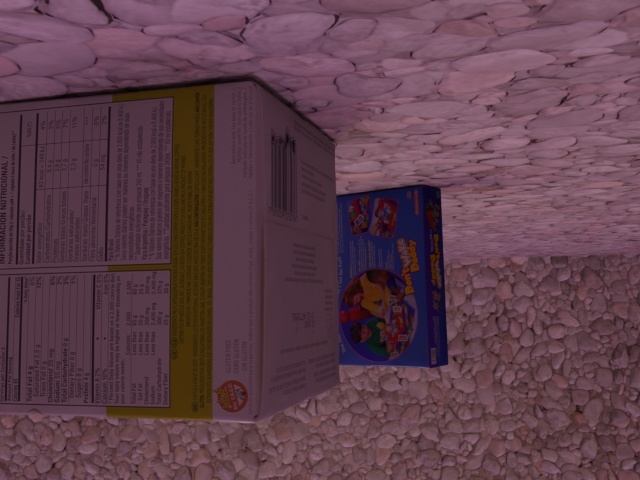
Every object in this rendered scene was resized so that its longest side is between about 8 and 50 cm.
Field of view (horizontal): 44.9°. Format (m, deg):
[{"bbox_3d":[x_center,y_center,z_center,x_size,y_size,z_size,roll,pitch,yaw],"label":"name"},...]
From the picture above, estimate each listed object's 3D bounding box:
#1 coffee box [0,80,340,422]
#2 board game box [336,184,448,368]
[{"bbox_3d":[-0.176,0.026,0.943,0.334,0.338,0.337,-3,174,15],"label":"coffee box"},{"bbox_3d":[0.129,0.076,1.554,0.233,0.347,0.078,-5,175,37],"label":"board game box"}]
